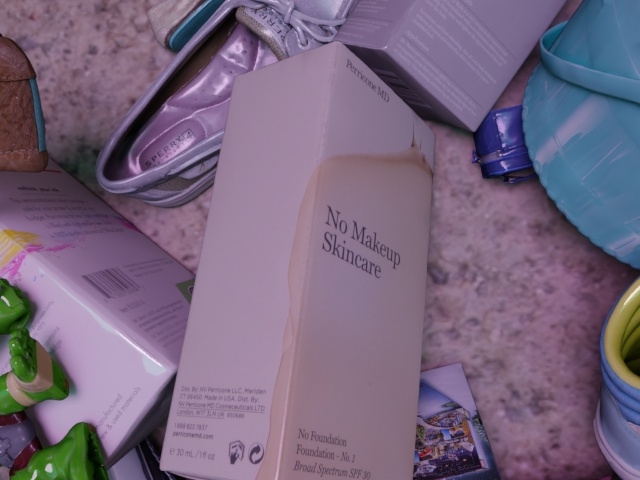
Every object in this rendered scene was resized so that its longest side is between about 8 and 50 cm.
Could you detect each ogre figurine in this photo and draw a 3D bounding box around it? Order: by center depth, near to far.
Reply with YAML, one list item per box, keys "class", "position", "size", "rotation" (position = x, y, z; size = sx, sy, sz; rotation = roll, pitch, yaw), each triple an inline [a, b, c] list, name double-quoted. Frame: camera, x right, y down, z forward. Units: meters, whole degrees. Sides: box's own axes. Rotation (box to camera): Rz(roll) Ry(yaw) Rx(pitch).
- class: "ogre figurine"
  position: [-0.215, 0.138, 0.423]
  size: [0.118, 0.097, 0.197]
  rotation: [-25, 107, -4]

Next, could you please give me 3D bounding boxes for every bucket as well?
- class: "bucket"
  position: [0.297, -0.113, 0.470]
  size: [0.281, 0.183, 0.281]
  rotation: [6, 66, -14]

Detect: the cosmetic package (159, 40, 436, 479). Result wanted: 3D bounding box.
- class: "cosmetic package"
  position: [-0.002, 0.029, 0.503]
  size: [0.113, 0.160, 0.309]
  rotation: [-7, 67, 38]

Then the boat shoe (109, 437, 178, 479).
- class: "boat shoe"
  position: [-0.105, 0.298, 0.618]
  size: [0.102, 0.108, 0.301]
  rotation: [-28, 74, -26]

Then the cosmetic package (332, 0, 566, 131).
- class: "cosmetic package"
  position: [0.136, -0.228, 0.551]
  size: [0.127, 0.107, 0.238]
  rotation: [34, 91, -32]

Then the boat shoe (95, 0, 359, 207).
- class: "boat shoe"
  position: [-0.073, -0.155, 0.596]
  size: [0.320, 0.103, 0.118]
  rotation: [-41, 87, 6]

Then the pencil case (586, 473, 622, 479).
- class: "pencil case"
  position: [0.178, 0.293, 0.554]
  size: [0.386, 0.167, 0.160]
  rotation: [-13, 71, 7]

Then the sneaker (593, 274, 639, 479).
- class: "sneaker"
  position: [0.338, 0.067, 0.426]
  size: [0.319, 0.208, 0.127]
  rotation: [-23, 44, 11]

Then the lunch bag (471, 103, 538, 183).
- class: "lunch bag"
  position: [0.184, -0.088, 0.588]
  size: [0.098, 0.067, 0.065]
  rotation: [-15, 90, 6]

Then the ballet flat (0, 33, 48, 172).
- class: "ballet flat"
  position: [-0.332, -0.028, 0.430]
  size: [0.342, 0.116, 0.124]
  rotation: [-21, 108, 5]

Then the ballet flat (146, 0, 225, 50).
- class: "ballet flat"
  position: [-0.098, -0.251, 0.622]
  size: [0.168, 0.057, 0.052]
  rotation: [-36, 78, 6]

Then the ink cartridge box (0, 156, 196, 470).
- class: "ink cartridge box"
  position: [-0.256, 0.020, 0.568]
  size: [0.353, 0.207, 0.119]
  rotation: [39, 98, 5]

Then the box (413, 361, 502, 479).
- class: "box"
  position: [0.031, 0.199, 0.566]
  size: [0.233, 0.159, 0.044]
  rotation: [-16, 117, 7]
